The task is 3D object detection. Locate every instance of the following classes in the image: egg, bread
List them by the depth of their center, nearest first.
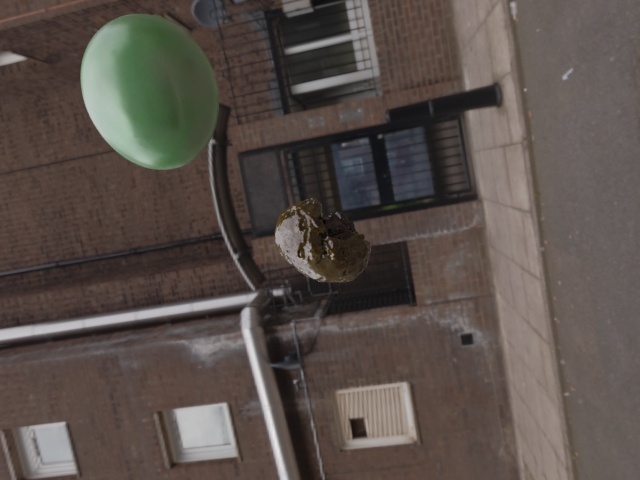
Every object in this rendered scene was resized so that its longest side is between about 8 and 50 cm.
[{"bbox_3d":[0.000,0.000,0.570,0.082,0.113,0.060,-39,-20,-50],"label":"bread"},{"bbox_3d":[-0.285,-0.251,0.886,0.269,0.221,0.220,63,-175,13],"label":"egg"}]
